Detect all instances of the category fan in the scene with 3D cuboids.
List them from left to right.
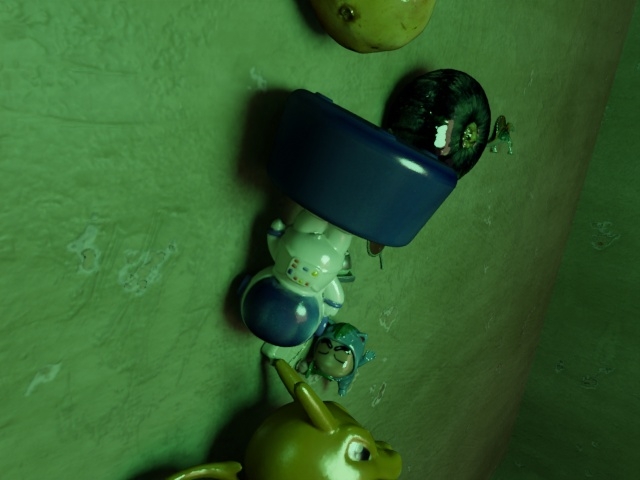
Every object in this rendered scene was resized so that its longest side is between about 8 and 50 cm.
[{"bbox_3d":[0.133,0.015,1.108,0.085,0.005,0.133,-42,136,-32],"label":"fan"}]

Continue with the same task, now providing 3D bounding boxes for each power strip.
[{"bbox_3d":[-0.037,0.153,0.939,0.192,0.035,0.081,-56,143,-14],"label":"power strip"}]

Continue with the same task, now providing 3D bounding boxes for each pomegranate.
[{"bbox_3d":[0.076,-0.362,0.692,0.191,0.191,0.191,-28,128,-42],"label":"pomegranate"}]

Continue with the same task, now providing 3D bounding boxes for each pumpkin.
[{"bbox_3d":[0.235,-0.217,0.986,0.233,0.163,0.233,-22,121,-43],"label":"pumpkin"}]

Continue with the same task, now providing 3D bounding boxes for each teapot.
[{"bbox_3d":[0.025,0.049,0.924,0.057,0.088,0.066,-9,131,-35],"label":"teapot"}]

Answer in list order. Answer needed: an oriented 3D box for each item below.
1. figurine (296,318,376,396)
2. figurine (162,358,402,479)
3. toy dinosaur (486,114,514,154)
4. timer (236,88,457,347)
[{"bbox_3d":[0.030,0.257,1.027,0.144,0.114,0.178,-33,140,-36],"label":"figurine"},{"bbox_3d":[-0.085,0.426,0.810,0.387,0.268,0.401,-51,138,-8],"label":"figurine"},{"bbox_3d":[0.509,-0.301,1.404,0.187,0.044,0.107,5,91,-40],"label":"toy dinosaur"},{"bbox_3d":[0.000,0.000,0.759,0.270,0.270,0.384,6,116,-53],"label":"timer"}]
